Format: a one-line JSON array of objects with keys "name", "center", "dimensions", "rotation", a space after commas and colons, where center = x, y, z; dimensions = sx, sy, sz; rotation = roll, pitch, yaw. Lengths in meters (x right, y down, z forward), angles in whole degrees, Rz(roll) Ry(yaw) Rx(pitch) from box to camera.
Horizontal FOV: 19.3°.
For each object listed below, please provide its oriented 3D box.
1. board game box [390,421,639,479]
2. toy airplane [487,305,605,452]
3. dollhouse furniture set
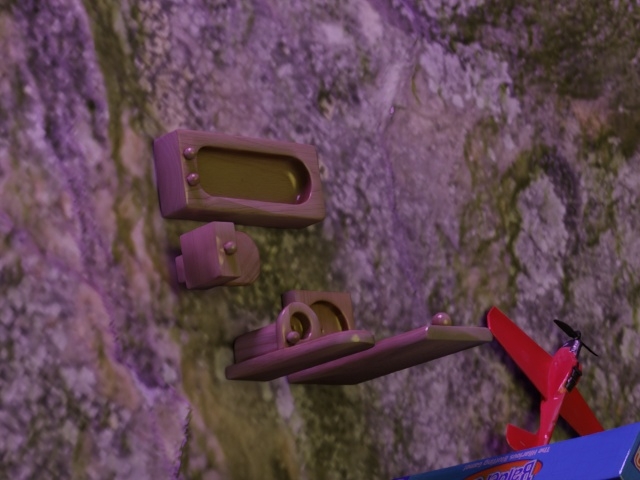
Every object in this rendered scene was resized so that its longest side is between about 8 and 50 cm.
[{"name": "board game box", "center": [0.152, 0.197, 1.143], "dimensions": [0.160, 0.210, 0.047], "rotation": [48, 49, -19]}, {"name": "toy airplane", "center": [0.158, 0.116, 1.307], "dimensions": [0.151, 0.028, 0.151], "rotation": [17, 64, -40]}, {"name": "dollhouse furniture set", "center": [0.000, 0.000, 1.130], "dimensions": [0.144, 0.123, 0.151], "rotation": [5, 72, -43]}]
